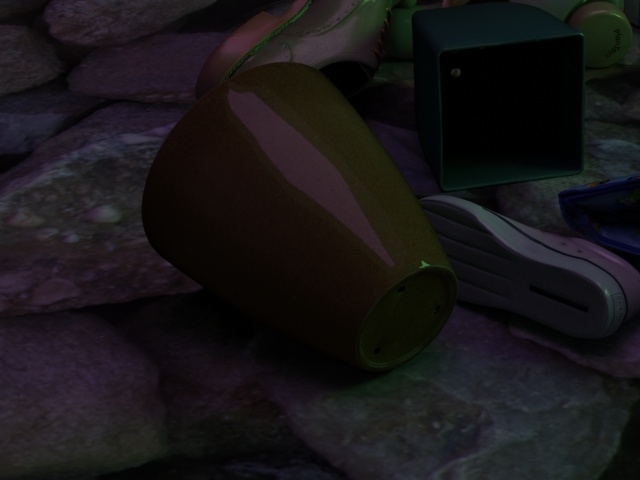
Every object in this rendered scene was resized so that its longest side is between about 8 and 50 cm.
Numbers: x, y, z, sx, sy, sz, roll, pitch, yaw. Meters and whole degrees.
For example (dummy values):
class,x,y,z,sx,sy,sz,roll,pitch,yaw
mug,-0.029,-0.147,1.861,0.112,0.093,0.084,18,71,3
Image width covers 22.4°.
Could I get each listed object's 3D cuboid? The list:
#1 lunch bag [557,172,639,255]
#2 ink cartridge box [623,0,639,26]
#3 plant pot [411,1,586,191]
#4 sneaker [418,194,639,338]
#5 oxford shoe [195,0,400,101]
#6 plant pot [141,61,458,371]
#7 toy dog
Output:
class,x,y,z,sx,sy,sz,roll,pitch,yaw
lunch bag,0.385,-0.026,1.552,0.293,0.138,0.221,3,9,33
ink cartridge box,0.447,-0.347,2.223,0.104,0.060,0.180,-16,30,-22
plant pot,0.187,-0.186,1.852,0.166,0.165,0.234,-8,26,-8
sneaker,0.196,0.025,1.551,0.258,0.094,0.091,30,27,36
oxford shoe,0.036,-0.252,1.980,0.146,0.140,0.397,40,71,23
plant pot,0.000,0.000,1.492,0.237,0.237,0.254,-21,48,-30
toy dog,0.251,-0.314,2.077,0.334,0.161,0.220,-13,30,-17
